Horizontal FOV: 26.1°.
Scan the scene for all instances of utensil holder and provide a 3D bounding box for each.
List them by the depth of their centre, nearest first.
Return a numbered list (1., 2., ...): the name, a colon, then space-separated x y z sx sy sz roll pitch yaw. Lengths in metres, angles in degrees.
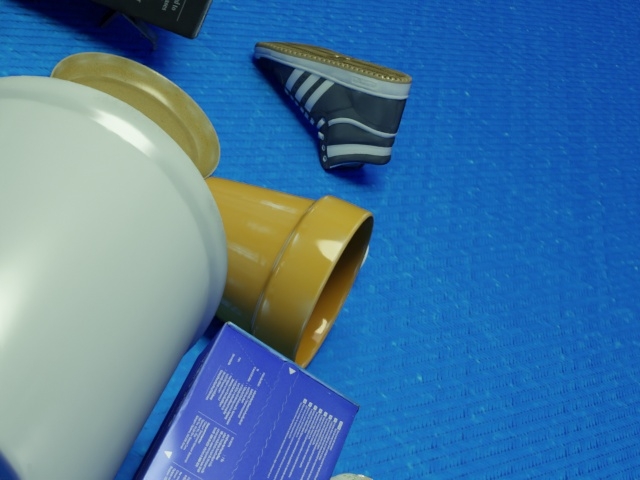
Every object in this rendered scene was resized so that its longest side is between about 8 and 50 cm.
1. utensil holder: -0.288 0.088 1.136 0.327 0.327 0.385 34 34 -6

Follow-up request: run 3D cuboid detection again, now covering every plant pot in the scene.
1. plant pot: -0.067 0.022 1.560 0.188 0.205 0.205 26 32 10
2. plant pot: -0.238 -0.146 1.738 0.236 0.032 0.236 25 35 -19

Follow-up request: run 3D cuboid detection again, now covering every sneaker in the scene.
1. sneaker: 0.002 -0.193 1.981 0.282 0.153 0.099 23 22 39

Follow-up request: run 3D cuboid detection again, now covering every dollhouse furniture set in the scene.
1. dollhouse furniture set: -0.240 -0.324 1.923 0.081 0.091 0.114 41 26 -24

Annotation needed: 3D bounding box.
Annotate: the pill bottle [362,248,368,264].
1. pill bottle: 0.000 0.000 1.751 0.116 0.065 0.065 26 35 -19

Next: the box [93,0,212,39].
1. box: -0.291 -0.488 1.799 0.395 0.212 0.293 20 44 -12

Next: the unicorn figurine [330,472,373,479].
1. unicorn figurine: 0.007 0.266 1.443 0.162 0.060 0.111 21 19 -49

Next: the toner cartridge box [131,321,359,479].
1. toner cartridge box: -0.096 0.251 1.283 0.165 0.075 0.348 34 44 -7
